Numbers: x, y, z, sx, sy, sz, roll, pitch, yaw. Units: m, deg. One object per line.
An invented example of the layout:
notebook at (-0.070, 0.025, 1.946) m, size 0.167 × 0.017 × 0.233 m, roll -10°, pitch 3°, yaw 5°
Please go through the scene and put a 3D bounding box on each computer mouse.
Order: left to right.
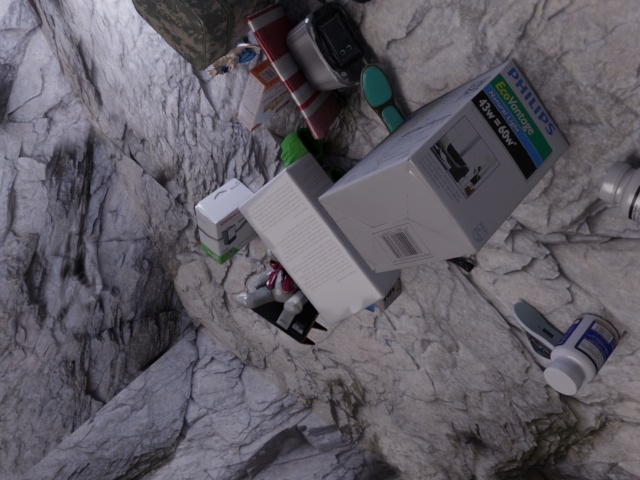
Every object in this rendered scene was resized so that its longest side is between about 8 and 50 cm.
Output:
computer mouse at (0.369, 0.009, 1.748) m, size 0.106 × 0.042 × 0.193 m, roll 33°, pitch 150°, yaw 30°

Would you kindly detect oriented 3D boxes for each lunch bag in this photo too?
lunch bag at (-0.311, -0.640, 1.677) m, size 0.305 × 0.256 × 0.212 m, roll 42°, pitch 154°, yaw 10°

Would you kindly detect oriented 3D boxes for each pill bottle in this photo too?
pill bottle at (0.621, 0.276, 1.559) m, size 0.112 × 0.186 × 0.112 m, roll 36°, pitch 151°, yaw 24°
pill bottle at (0.620, -0.076, 1.185) m, size 0.193 × 0.108 × 0.108 m, roll 30°, pitch 148°, yaw 34°

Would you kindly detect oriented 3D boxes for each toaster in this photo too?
toaster at (0.012, -0.465, 1.563) m, size 0.227 × 0.129 × 0.146 m, roll 55°, pitch 155°, yaw -16°

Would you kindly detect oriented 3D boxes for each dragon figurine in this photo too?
dragon figurine at (-0.251, -0.549, 1.893) m, size 0.289 × 0.144 × 0.085 m, roll -16°, pitch 112°, yaw 40°

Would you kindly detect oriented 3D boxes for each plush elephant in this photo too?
plush elephant at (-0.118, 0.097, 2.391) m, size 0.272 × 0.330 × 0.255 m, roll 6°, pitch 109°, yaw 37°

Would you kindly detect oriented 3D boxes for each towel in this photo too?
towel at (-0.062, -0.428, 1.633) m, size 0.037 × 0.237 × 0.329 m, roll -25°, pitch 108°, yaw 24°

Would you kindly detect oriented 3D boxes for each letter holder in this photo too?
letter holder at (-0.099, 0.285, 2.602) m, size 0.302 × 0.152 × 0.214 m, roll 29°, pitch -178°, yaw 32°

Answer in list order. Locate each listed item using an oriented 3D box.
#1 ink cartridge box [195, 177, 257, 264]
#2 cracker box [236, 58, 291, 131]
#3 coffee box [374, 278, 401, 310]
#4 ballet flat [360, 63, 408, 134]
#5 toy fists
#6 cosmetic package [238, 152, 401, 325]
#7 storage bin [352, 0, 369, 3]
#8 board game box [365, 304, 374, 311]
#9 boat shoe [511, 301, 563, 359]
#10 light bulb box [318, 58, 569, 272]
ink cartridge box at (-0.365, -0.072, 2.552) m, size 0.121 × 0.211 × 0.289 m, roll 39°, pitch 152°, yaw 21°
cracker box at (-0.142, -0.423, 1.819) m, size 0.067 × 0.155 × 0.232 m, roll 46°, pitch 154°, yaw 5°
coffee box at (0.169, 0.088, 2.086) m, size 0.141 × 0.098 × 0.246 m, roll 27°, pitch 146°, yaw 35°
ballet flat at (0.155, -0.336, 1.576) m, size 0.213 × 0.072 × 0.068 m, roll 57°, pitch -166°, yaw -26°
toy fists at (-0.013, -0.210, 1.974) m, size 0.279 × 0.096 × 0.142 m, roll 50°, pitch 138°, yaw -3°
cosmetic package at (0.000, 0.000, 1.904) m, size 0.230 × 0.161 × 0.453 m, roll -33°, pitch 96°, yaw 36°
storage bin at (0.103, -0.552, 1.319) m, size 0.098 × 0.135 × 0.091 m, roll 39°, pitch 142°, yaw 18°
board game box at (0.142, 0.191, 2.342) m, size 0.168 × 0.033 × 0.133 m, roll 15°, pitch 144°, yaw 55°
boat shoe at (0.571, 0.247, 1.731) m, size 0.183 × 0.065 × 0.083 m, roll 43°, pitch 151°, yaw 9°
light bulb box at (0.251, -0.144, 1.369) m, size 0.225 × 0.361 × 0.358 m, roll 53°, pitch 153°, yaw -11°
